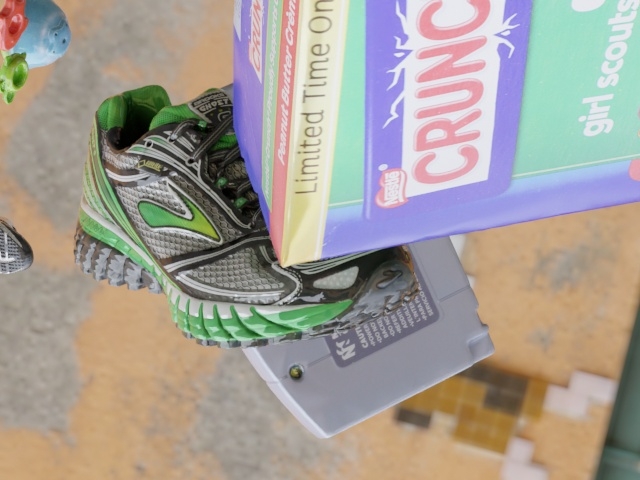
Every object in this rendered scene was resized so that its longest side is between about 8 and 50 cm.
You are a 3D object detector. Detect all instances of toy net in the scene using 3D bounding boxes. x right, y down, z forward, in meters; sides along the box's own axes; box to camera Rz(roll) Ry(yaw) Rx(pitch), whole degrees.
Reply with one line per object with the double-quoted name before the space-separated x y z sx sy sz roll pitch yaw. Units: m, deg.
"toy net" -0.239 -0.234 1.299 0.045 0.232 0.122 20 -147 18

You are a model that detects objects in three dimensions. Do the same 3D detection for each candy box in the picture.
"candy box" 0.121 -0.137 0.818 0.317 0.122 0.268 -9 141 -12

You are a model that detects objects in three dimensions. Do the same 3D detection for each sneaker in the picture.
"sneaker" -0.256 -0.003 1.280 0.043 0.040 0.109 -8 -158 -39
"sneaker" -0.068 -0.022 1.099 0.134 0.146 0.343 -15 -156 -38

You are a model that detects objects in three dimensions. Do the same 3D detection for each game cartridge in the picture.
"game cartridge" 0.000 0.000 1.307 0.196 0.294 0.060 -25 -177 -19
